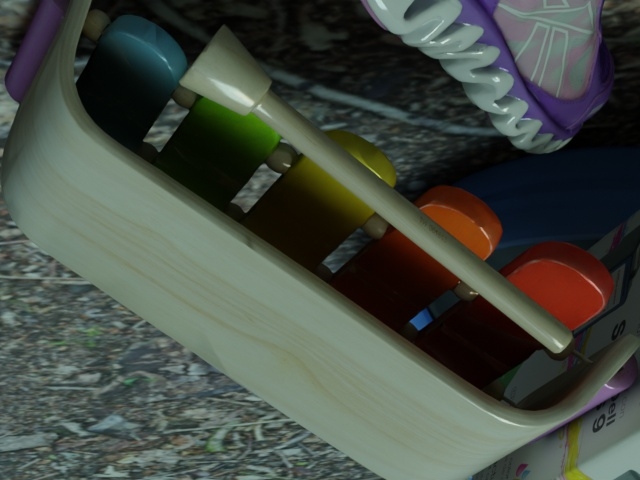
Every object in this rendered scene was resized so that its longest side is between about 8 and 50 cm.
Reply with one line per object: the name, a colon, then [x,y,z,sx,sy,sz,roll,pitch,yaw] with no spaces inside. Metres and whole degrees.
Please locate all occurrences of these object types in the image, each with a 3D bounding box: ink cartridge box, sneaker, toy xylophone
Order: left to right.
toy xylophone: [0.000,0.000,0.839,0.323,0.081,0.236,39,149,-13]
sneaker: [0.091,-0.112,0.796,0.104,0.095,0.236,-31,155,16]
ink cartridge box: [0.167,0.073,0.953,0.093,0.154,0.212,26,149,-14]

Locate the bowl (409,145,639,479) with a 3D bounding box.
bowl: [0.215,0.072,1.166,0.391,0.077,0.391,11,150,6]
